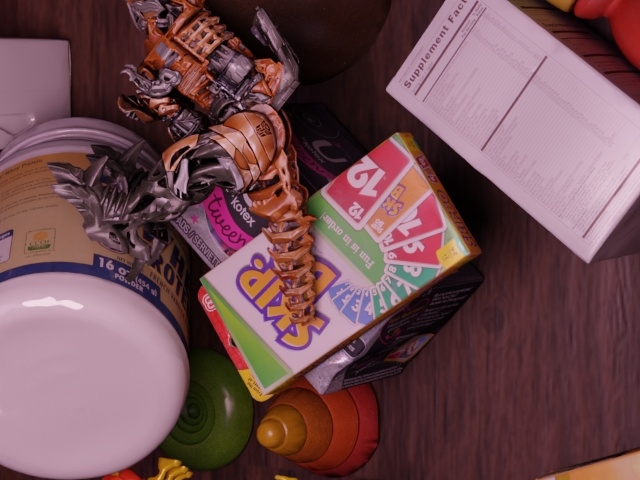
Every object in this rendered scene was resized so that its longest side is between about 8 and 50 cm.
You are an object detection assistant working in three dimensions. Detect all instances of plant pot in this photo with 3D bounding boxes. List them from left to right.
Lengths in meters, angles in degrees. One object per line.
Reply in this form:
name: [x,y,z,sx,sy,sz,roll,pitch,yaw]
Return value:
plant pot: [-0.078,-0.253,1.665,0.215,0.230,0.215,2,94,29]

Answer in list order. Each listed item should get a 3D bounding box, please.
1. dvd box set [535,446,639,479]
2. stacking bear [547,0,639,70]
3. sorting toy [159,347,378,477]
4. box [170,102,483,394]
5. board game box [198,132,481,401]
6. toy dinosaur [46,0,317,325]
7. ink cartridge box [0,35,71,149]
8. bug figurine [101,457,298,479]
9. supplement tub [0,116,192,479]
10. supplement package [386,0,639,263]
dvd box set: [0.416,0.289,1.510,0.420,0.062,0.308,-20,83,29]
stacking bear: [0.239,-0.261,1.527,0.289,0.175,0.164,49,158,7]
sorting toy: [-0.129,0.176,1.783,0.365,0.126,0.127,1,94,29]
box: [0.000,0.000,1.673,0.247,0.163,0.142,47,114,19]
board game box: [0.005,0.028,1.563,0.259,0.039,0.124,-37,75,26]
toy dinosaur: [-0.100,-0.077,1.522,0.218,0.164,0.322,-29,72,12]
ink cartridge box: [-0.430,-0.159,1.889,0.283,0.207,0.117,4,97,29]
bug figurine: [-0.075,0.268,1.712,0.279,0.216,0.072,4,67,26]
supplement tub: [-0.236,0.045,1.702,0.228,0.316,0.228,-2,126,-2]
supplement package: [0.205,-0.112,1.565,0.244,0.134,0.139,43,113,21]
